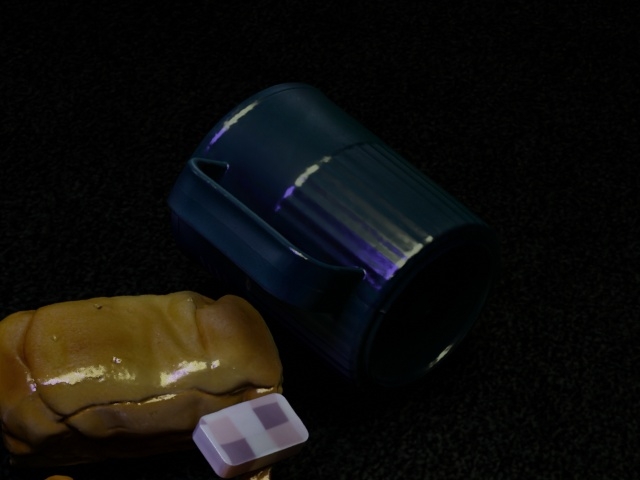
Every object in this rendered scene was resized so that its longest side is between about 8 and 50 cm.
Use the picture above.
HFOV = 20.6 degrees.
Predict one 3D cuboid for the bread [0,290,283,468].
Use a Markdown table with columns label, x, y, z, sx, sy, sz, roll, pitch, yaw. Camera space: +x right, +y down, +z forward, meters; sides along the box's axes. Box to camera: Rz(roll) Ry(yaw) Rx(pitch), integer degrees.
| label | x | y | z | sx | sy | sz | roll | pitch | yaw |
| --- | --- | --- | --- | --- | --- | --- | --- | --- | --- |
| bread | -0.190 | 0.143 | 1.818 | 0.294 | 0.132 | 0.167 | -6 | 36 | -12 |

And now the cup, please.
| label | x | y | z | sx | sy | sz | roll | pitch | yaw |
| --- | --- | --- | --- | --- | --- | --- | --- | --- | --- |
| cup | 0.014 | -0.011 | 1.890 | 0.242 | 0.308 | 0.292 | -44 | 59 | -11 |

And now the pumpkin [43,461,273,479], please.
| label | x | y | z | sx | sy | sz | roll | pitch | yaw |
| --- | --- | --- | --- | --- | --- | --- | --- | --- | --- |
| pumpkin | -0.112 | 0.325 | 1.636 | 0.258 | 0.095 | 0.290 | -6 | 39 | -22 |

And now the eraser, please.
| label | x | y | z | sx | sy | sz | roll | pitch | yaw |
| --- | --- | --- | --- | --- | --- | --- | --- | --- | --- |
| eraser | -0.068 | 0.192 | 1.734 | 0.105 | 0.026 | 0.065 | -16 | 60 | -37 |
